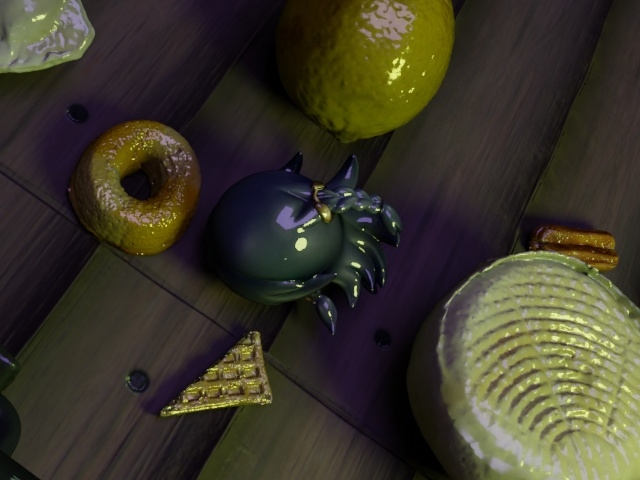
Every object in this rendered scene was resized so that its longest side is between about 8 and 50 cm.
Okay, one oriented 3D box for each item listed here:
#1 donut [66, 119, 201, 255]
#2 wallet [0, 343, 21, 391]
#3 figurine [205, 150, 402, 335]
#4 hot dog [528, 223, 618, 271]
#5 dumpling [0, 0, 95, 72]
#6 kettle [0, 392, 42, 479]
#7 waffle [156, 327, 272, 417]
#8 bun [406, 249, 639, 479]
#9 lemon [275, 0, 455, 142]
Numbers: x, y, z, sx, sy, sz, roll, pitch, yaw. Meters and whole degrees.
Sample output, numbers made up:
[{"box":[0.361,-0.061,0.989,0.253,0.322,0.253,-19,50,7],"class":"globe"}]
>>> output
[{"box":[-0.221,-0.075,1.270,0.162,0.065,0.178,23,59,-18],"class":"donut"},{"box":[-0.420,0.083,1.024,0.245,0.168,0.052,42,45,-4],"class":"wallet"},{"box":[-0.014,-0.007,1.304,0.265,0.197,0.175,-17,42,-31],"class":"figurine"},{"box":[0.395,0.013,1.594,0.165,0.045,0.071,5,68,-28],"class":"hot dog"},{"box":[-0.395,-0.302,1.248,0.179,0.131,0.252,-29,74,-12],"class":"dumpling"},{"box":[-0.368,0.177,0.838,0.308,0.203,0.262,42,55,-6],"class":"kettle"},{"box":[-0.135,0.161,1.238,0.153,0.023,0.097,-4,69,-30],"class":"waffle"},{"box":[0.274,0.203,1.344,0.364,0.202,0.364,10,60,-19],"class":"bun"},{"box":[0.062,-0.276,1.412,0.267,0.267,0.267,12,63,-25],"class":"lemon"}]
